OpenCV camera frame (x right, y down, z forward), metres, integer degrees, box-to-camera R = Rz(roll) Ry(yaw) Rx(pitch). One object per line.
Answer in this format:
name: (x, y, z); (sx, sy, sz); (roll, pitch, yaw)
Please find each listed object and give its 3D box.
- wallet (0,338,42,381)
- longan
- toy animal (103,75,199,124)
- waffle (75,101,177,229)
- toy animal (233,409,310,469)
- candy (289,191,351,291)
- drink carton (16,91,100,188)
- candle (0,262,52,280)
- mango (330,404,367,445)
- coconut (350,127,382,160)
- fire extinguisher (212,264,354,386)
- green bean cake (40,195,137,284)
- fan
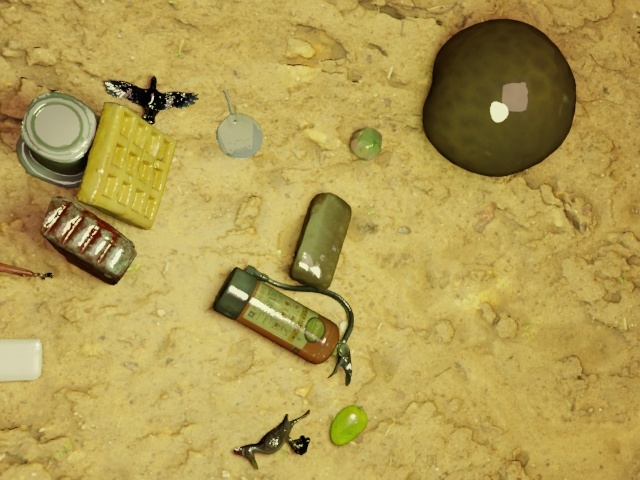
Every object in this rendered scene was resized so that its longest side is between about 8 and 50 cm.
wallet: (-0.702, 0.260, 1.577); (0.190, 0.033, 0.095); (0, 85, -17)
longan: (0.438, -0.353, 1.811); (0.405, 0.336, 0.404); (-6, 71, 17)
toy animal: (-0.395, -0.330, 1.705); (0.220, 0.062, 0.108); (4, 67, -15)
waffle: (-0.415, -0.155, 1.593); (0.055, 0.248, 0.221); (9, 80, 21)
toy animal: (-0.107, 0.475, 1.730); (0.202, 0.070, 0.105); (-14, 77, -15)
candy: (0.000, 0.000, 1.759); (0.104, 0.102, 0.234); (22, 74, -13)
drink carton: (-0.555, -0.221, 1.580); (0.185, 0.189, 0.191); (26, 80, -18)
candle: (-0.676, 0.065, 1.605); (0.167, 0.021, 0.026); (14, 92, -16)
mango: (0.066, 0.451, 1.777); (0.073, 0.056, 0.108); (37, 79, -5)
coconut: (0.116, -0.242, 1.833); (0.083, 0.081, 0.082); (-10, 101, -28)
fire extinguisher: (-0.053, 0.175, 1.733); (0.376, 0.113, 0.200); (33, 77, -12)
green bean cake: (-0.491, 0.007, 1.555); (0.199, 0.233, 0.097); (33, 74, -8)
fan: (-0.206, -0.284, 1.777); (0.113, 0.005, 0.175); (-18, 91, -17)
